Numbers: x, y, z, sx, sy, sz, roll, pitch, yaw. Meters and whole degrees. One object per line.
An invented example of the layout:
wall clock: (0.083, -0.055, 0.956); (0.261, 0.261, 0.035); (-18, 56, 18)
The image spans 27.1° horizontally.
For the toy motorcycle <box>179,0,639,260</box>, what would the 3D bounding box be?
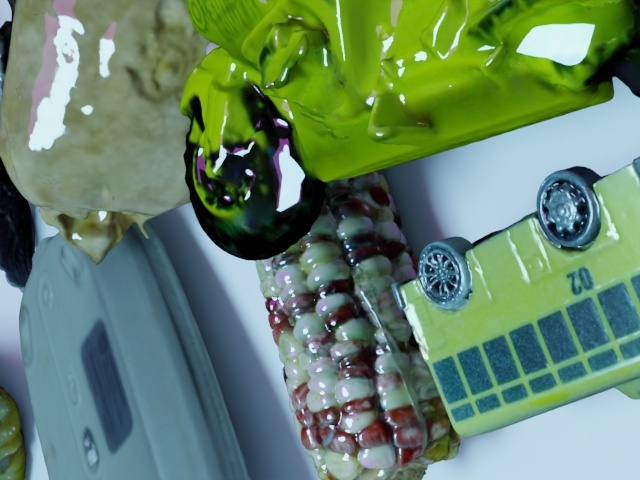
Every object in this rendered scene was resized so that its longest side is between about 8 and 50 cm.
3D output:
toy motorcycle: (0.045, -0.122, 0.572); (0.342, 0.142, 0.206); (-18, 90, 43)

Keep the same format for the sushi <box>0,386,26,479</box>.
sushi: (-0.343, 0.188, 1.078); (0.139, 0.184, 0.274); (36, 122, 38)

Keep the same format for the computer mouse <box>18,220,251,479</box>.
computer mouse: (-0.113, 0.134, 0.874); (0.197, 0.095, 0.331); (-43, 57, 43)

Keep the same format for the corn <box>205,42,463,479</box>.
corn: (0.000, 0.000, 0.711); (0.092, 0.092, 0.280); (-32, 72, 48)

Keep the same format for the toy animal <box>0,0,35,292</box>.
toy animal: (-0.264, -0.109, 0.933); (0.272, 0.160, 0.197); (121, 148, -56)

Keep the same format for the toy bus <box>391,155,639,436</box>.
toy bus: (0.123, 0.020, 0.577); (0.175, 0.088, 0.101); (-31, 76, 50)

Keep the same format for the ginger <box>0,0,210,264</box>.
ginger: (-0.118, -0.118, 0.790); (0.152, 0.138, 0.267); (-177, 91, -70)
